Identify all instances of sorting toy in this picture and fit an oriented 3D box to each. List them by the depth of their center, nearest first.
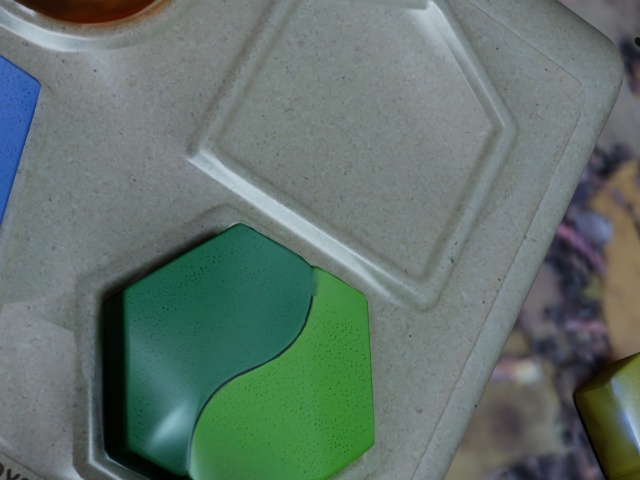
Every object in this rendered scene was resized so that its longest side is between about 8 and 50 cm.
[{"bbox_3d":[0.000,0.000,0.411,0.307,0.041,0.229,33,61,-13],"label":"sorting toy"}]
